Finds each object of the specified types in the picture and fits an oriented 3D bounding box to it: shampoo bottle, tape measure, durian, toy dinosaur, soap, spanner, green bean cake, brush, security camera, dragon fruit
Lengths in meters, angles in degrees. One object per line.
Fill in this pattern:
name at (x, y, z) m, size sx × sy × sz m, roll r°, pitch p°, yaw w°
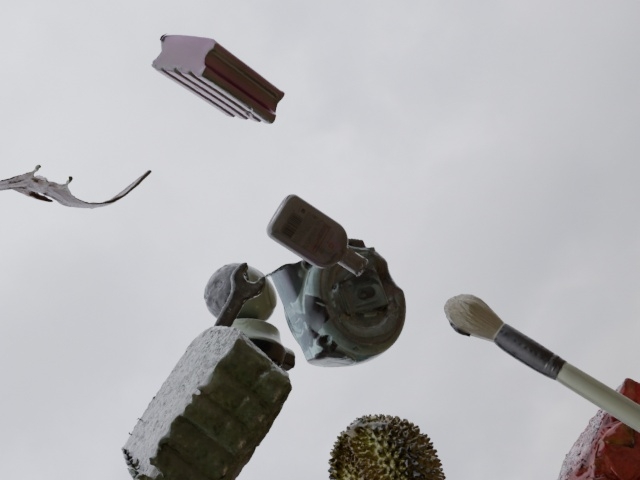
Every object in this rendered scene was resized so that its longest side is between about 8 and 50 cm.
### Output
shampoo bottle at (0.000, 0.000, 1.154) m, size 0.165 × 0.040 × 0.080 m, roll 33°, pitch -102°, yaw -13°
tape measure at (0.048, 0.132, 1.532) m, size 0.275 × 0.147 × 0.256 m, roll -18°, pitch -99°, yaw -38°
durian at (0.161, 0.527, 1.662) m, size 0.258 × 0.293 × 0.258 m, roll -26°, pitch -39°, yaw -23°
toy dinosaur at (-0.469, -0.125, 1.281) m, size 0.206 × 0.327 × 0.113 m, roll 130°, pitch 149°, yaw -78°
soap at (-0.163, -0.263, 1.223) m, size 0.203 × 0.122 × 0.065 m, roll 26°, pitch -98°, yaw -56°
spanner at (-0.151, 0.146, 1.035) m, size 0.254 × 0.054 × 0.015 m, roll -63°, pitch -8°, yaw -19°
green bean cake at (-0.122, 0.188, 0.798) m, size 0.094 × 0.173 × 0.181 m, roll 40°, pitch -106°, yaw -14°
brush at (0.244, 0.136, 0.721) m, size 0.042 × 0.299 × 0.039 m, roll -15°, pitch -49°, yaw -50°
security camera at (-0.183, 0.183, 1.752) m, size 0.191 × 0.197 × 0.277 m, roll 33°, pitch -138°, yaw -42°
dragon fruit at (0.526, 0.407, 1.250) m, size 0.152 × 0.205 × 0.317 m, roll -47°, pitch -24°, yaw -38°
